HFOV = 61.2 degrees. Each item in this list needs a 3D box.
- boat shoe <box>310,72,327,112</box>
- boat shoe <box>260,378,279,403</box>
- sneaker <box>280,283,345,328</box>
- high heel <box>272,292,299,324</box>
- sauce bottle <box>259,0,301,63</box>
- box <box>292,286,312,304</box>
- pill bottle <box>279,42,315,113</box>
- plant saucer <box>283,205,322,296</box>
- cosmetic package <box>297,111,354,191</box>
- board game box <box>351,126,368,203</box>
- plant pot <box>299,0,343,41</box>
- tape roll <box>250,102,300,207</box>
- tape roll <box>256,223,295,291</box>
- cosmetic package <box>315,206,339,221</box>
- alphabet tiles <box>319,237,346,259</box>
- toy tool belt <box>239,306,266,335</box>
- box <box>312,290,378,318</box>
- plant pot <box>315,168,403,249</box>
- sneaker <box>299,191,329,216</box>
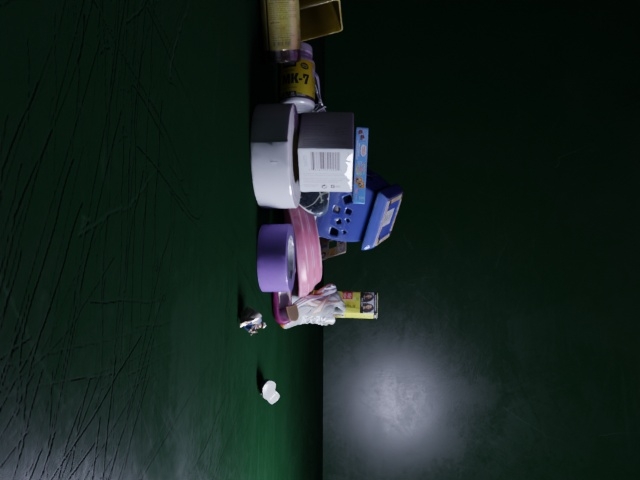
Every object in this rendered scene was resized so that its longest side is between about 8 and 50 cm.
[{"bbox_3d":[-0.031,-0.597,2.416,0.105,0.113,0.306,-70,158,-58],"label":"boat shoe"},{"bbox_3d":[-0.142,0.399,1.451,0.046,0.038,0.125,-44,150,-17],"label":"boat shoe"},{"bbox_3d":[-0.015,0.241,1.802,0.121,0.262,0.099,52,-39,16],"label":"sneaker"},{"bbox_3d":[-0.123,0.134,1.648,0.117,0.082,0.244,-19,-95,58],"label":"high heel"},{"bbox_3d":[-0.111,-0.659,1.461,0.111,0.111,0.345,-78,168,-69],"label":"sauce bottle"},{"bbox_3d":[-0.074,0.173,1.949,0.170,0.091,0.130,82,9,-60],"label":"box"},{"bbox_3d":[-0.077,-0.542,1.806,0.119,0.119,0.209,52,37,-82],"label":"pill bottle"},{"bbox_3d":[-0.058,0.014,1.752,0.332,0.084,0.332,172,-90,-83],"label":"plant saucer"},{"bbox_3d":[0.018,-0.251,1.528,0.184,0.151,0.151,-85,175,-45],"label":"cosmetic package"},{"bbox_3d":[0.114,-0.218,1.585,0.160,0.039,0.212,-73,165,-82],"label":"board game box"},{"bbox_3d":[-0.059,-0.739,1.634,0.212,0.212,0.187,26,52,-85],"label":"plant pot"},{"bbox_3d":[-0.114,-0.227,1.467,0.286,0.100,0.286,0,90,-85],"label":"tape roll"},{"bbox_3d":[-0.119,0.048,1.494,0.189,0.080,0.189,-1,90,-86],"label":"tape roll"},{"bbox_3d":[-0.024,-0.175,1.971,0.366,0.196,0.155,81,11,-53],"label":"cosmetic package"},{"bbox_3d":[0.000,0.000,2.128,0.009,0.237,0.198,44,37,-41],"label":"alphabet tiles"},{"bbox_3d":[-0.161,0.191,1.236,0.051,0.052,0.083,-53,154,-24],"label":"toy tool belt"},{"bbox_3d":[0.087,0.227,1.927,0.058,0.232,0.087,81,13,-63],"label":"box"},{"bbox_3d":[0.136,-0.108,1.802,0.236,0.212,0.236,-27,137,-62],"label":"plant pot"},{"bbox_3d":[-0.036,-0.164,1.661,0.283,0.110,0.122,59,0,40],"label":"sneaker"}]
